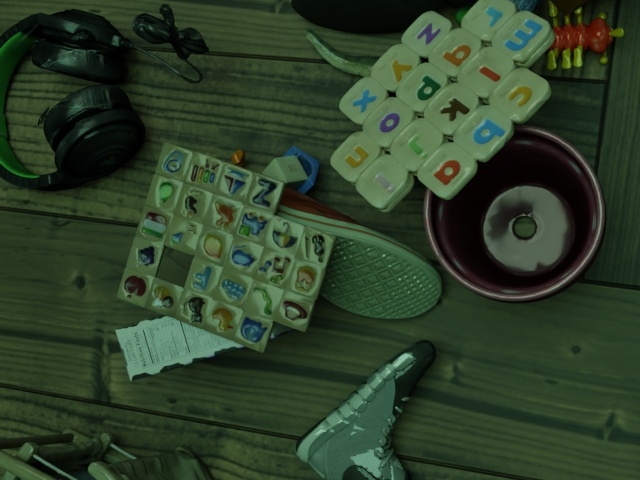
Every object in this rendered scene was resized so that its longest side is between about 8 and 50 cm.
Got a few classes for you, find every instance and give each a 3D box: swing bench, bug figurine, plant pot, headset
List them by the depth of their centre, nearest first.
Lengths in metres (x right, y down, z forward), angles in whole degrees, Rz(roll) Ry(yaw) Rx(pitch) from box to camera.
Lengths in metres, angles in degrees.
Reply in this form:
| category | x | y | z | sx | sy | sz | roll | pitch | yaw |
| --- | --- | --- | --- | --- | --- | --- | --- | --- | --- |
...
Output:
| category | x | y | z | sx | sy | sz | roll | pitch | yaw |
| --- | --- | --- | --- | --- | --- | --- | --- | --- | --- |
| plant pot | 0.236 | -0.022 | 1.314 | 0.201 | 0.180 | 0.201 | -2 | 83 | 17 |
| swing bench | -0.272 | 0.330 | 1.386 | 0.255 | 0.253 | 0.165 | 3 | 85 | 16 |
| bug figurine | 0.274 | -0.346 | 1.396 | 0.216 | 0.072 | 0.278 | 3 | 89 | 23 |
| headset | -0.328 | -0.209 | 1.500 | 0.394 | 0.185 | 0.243 | -15 | 80 | 26 |

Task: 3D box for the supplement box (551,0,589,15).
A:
| category | x | y | z | sx | sy | sz | roll | pitch | yaw |
| --- | --- | --- | --- | --- | --- | --- | --- | --- | --- |
| supplement box | 0.267 | -0.387 | 1.257 | 0.129 | 0.191 | 0.194 | -30 | 76 | 20 |

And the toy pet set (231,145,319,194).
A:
| category | x | y | z | sx | sy | sz | roll | pitch | yaw |
| --- | --- | --- | --- | --- | --- | --- | --- | --- | --- |
| toy pet set | -0.058 | -0.077 | 1.483 | 0.114 | 0.065 | 0.122 | -44 | 67 | 44 |

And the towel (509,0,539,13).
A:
| category | x | y | z | sx | sy | sz | roll | pitch | yaw |
| --- | --- | --- | --- | --- | --- | --- | --- | --- | --- |
| towel | 0.215 | -0.267 | 1.362 | 0.067 | 0.029 | 0.119 | 33 | 101 | 22 |

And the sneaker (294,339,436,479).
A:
| category | x | y | z | sx | sy | sz | roll | pitch | yaw |
| --- | --- | --- | --- | --- | --- | --- | --- | --- | --- |
| sneaker | 0.087 | 0.235 | 1.388 | 0.229 | 0.086 | 0.132 | -44 | 79 | 18 |

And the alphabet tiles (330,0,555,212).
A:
| category | x | y | z | sx | sy | sz | roll | pitch | yaw |
| --- | --- | --- | --- | --- | --- | --- | --- | --- | --- |
| alphabet tiles | 0.138 | -0.163 | 1.300 | 0.284 | 0.021 | 0.278 | -46 | 38 | 2 |

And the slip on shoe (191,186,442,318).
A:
| category | x | y | z | sx | sy | sz | roll | pitch | yaw |
| --- | --- | --- | --- | --- | --- | --- | --- | --- | --- |
| slip on shoe | 0.000 | 0.000 | 1.394 | 0.331 | 0.101 | 0.123 | 21 | 125 | -4 |

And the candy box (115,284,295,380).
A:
| category | x | y | z | sx | sy | sz | roll | pitch | yaw |
| --- | --- | --- | --- | --- | --- | --- | --- | --- | --- |
| candy box | -0.133 | 0.110 | 1.414 | 0.196 | 0.165 | 0.070 | -18 | 87 | 14 |

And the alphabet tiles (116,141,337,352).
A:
| category | x | y | z | sx | sy | sz | roll | pitch | yaw |
| --- | --- | --- | --- | --- | --- | --- | --- | --- | --- |
| alphabet tiles | -0.107 | 0.013 | 1.316 | 0.237 | 0.009 | 0.198 | 19 | 95 | 13 |

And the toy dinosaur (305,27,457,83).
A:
| category | x | y | z | sx | sy | sz | roll | pitch | yaw |
| --- | --- | --- | --- | --- | --- | --- | --- | --- | --- |
| toy dinosaur | 0.094 | -0.200 | 1.440 | 0.268 | 0.064 | 0.118 | 11 | 73 | 18 |

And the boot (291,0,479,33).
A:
| category | x | y | z | sx | sy | sz | roll | pitch | yaw |
| --- | --- | --- | --- | --- | --- | --- | --- | --- | --- |
| boot | 0.099 | -0.345 | 1.417 | 0.305 | 0.112 | 0.115 | -7 | 65 | 36 |
